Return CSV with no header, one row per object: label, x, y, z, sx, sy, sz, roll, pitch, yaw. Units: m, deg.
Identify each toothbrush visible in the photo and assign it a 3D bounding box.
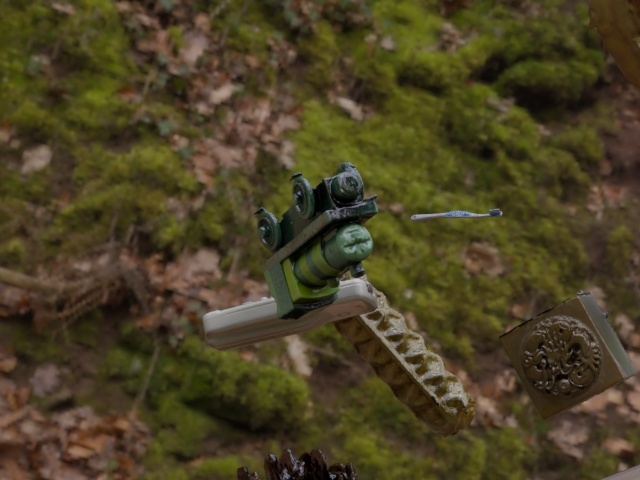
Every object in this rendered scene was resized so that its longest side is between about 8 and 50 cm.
toothbrush,0.225,-0.040,1.939,0.162,0.014,0.017,-5,-42,30

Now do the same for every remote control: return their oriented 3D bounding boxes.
remote control,-0.041,0.100,1.549,0.230,0.049,0.090,-15,-20,15

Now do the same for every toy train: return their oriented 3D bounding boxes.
toy train,-0.001,0.000,1.276,0.083,0.132,0.200,-13,-13,-26

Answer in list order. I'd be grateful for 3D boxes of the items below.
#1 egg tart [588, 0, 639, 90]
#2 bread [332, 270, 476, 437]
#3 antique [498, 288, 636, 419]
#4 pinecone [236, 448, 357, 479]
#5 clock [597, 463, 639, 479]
egg tart,0.402,-0.278,1.079,0.352,0.352,0.150,18,14,0
bread,0.089,0.139,1.721,0.367,0.084,0.077,48,33,8
antique,0.373,0.173,1.770,0.152,0.146,0.148,62,21,12
pinecone,-0.029,0.444,1.667,0.296,0.298,0.242,39,41,1
clock,0.326,0.303,1.075,0.192,0.147,0.071,56,33,-3
